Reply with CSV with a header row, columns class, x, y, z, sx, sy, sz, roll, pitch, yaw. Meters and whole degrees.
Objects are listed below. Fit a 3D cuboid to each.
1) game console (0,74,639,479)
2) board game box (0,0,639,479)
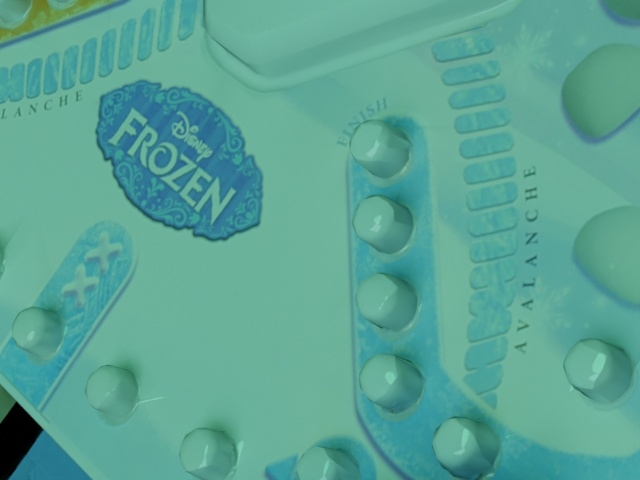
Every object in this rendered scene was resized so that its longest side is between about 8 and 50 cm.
class,x,y,z,sx,sy,sz,roll,pitch,yaw
game console,0.000,0.000,0.613,0.361,0.044,0.213,-54,38,7
board game box,0.006,-0.117,0.567,0.390,0.050,0.390,39,97,38
